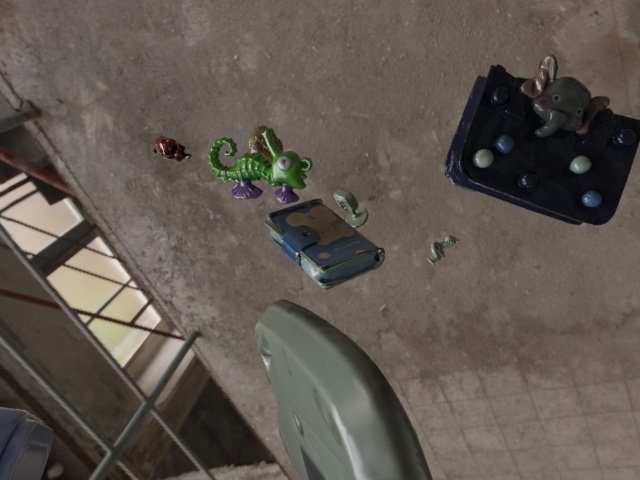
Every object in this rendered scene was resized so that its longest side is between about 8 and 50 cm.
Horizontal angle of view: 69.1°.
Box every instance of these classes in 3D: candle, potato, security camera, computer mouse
[{"bbox_3d":[-0.414,-0.249,1.243,0.084,0.301,0.059,37,84,-32],"label":"candle"},{"bbox_3d":[-0.178,-0.257,1.441,0.100,0.089,0.172,24,132,24],"label":"potato"},{"bbox_3d":[0.060,-0.071,0.979,0.058,0.058,0.092,-19,137,24],"label":"security camera"},{"bbox_3d":[0.016,0.155,0.428,0.095,0.331,0.197,-20,98,-18],"label":"computer mouse"}]

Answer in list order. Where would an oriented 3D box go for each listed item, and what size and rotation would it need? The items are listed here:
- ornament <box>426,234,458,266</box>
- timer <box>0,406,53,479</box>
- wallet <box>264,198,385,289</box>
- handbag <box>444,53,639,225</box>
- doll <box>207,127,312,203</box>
[{"bbox_3d":[0.321,0.024,1.243,0.068,0.041,0.092,6,116,-41],"label":"ornament"},{"bbox_3d":[-0.549,0.434,0.669,0.173,0.395,0.395,17,125,-17],"label":"timer"},{"bbox_3d":[0.000,0.001,0.844,0.202,0.141,0.059,42,140,42],"label":"wallet"},{"bbox_3d":[0.438,-0.196,0.902,0.325,0.118,0.269,19,91,-1],"label":"handbag"},{"bbox_3d":[-0.100,-0.119,0.734,0.190,0.050,0.115,6,100,22],"label":"doll"}]
